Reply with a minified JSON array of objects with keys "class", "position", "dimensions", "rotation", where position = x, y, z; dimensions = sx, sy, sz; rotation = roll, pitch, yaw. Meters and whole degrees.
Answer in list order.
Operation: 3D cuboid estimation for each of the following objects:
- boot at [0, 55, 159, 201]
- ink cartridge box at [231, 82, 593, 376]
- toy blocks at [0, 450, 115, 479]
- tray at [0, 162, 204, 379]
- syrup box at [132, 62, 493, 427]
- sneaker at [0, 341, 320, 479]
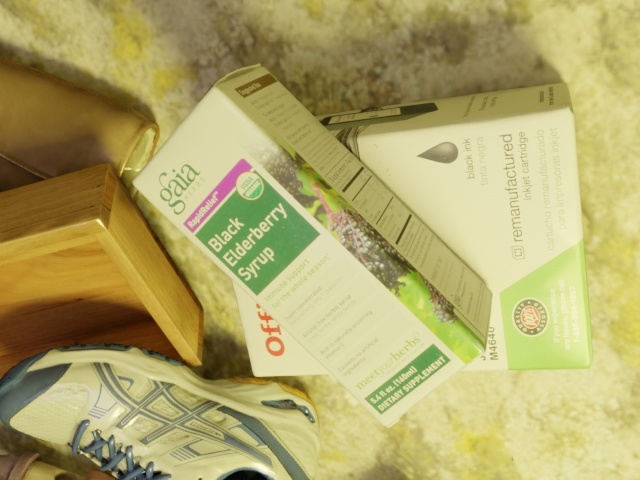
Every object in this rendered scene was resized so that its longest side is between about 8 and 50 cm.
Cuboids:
[{"class":"boot","position":[-0.312,-0.065,0.732],"dimensions":[0.270,0.089,0.236],"rotation":[28,116,2]},{"class":"ink cartridge box","position":[0.066,-0.003,0.637],"dimensions":[0.273,0.115,0.198],"rotation":[-5,108,17]},{"class":"toy blocks","position":[-0.289,0.333,0.773],"dimensions":[0.260,0.288,0.308],"rotation":[16,116,2]},{"class":"tray","position":[-0.336,0.072,0.717],"dimensions":[0.411,0.076,0.202],"rotation":[-13,136,9]},{"class":"syrup box","position":[0.000,0.000,0.539],"dimensions":[0.237,0.096,0.093],"rotation":[44,115,-4]},{"class":"sneaker","position":[-0.140,0.179,0.701],"dimensions":[0.297,0.130,0.111],"rotation":[11,136,-12]}]
